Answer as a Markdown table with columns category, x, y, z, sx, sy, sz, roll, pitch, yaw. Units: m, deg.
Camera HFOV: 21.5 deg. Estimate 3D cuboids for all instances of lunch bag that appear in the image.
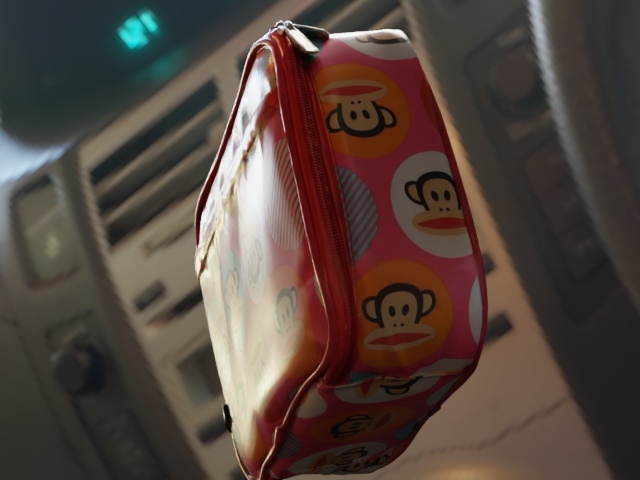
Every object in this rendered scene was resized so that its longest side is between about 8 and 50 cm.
| category | x | y | z | sx | sy | sz | roll | pitch | yaw |
| --- | --- | --- | --- | --- | --- | --- | --- | --- | --- |
| lunch bag | 0.000 | 0.000 | 1.065 | 0.120 | 0.258 | 0.293 | -4 | -25 | -16 |
